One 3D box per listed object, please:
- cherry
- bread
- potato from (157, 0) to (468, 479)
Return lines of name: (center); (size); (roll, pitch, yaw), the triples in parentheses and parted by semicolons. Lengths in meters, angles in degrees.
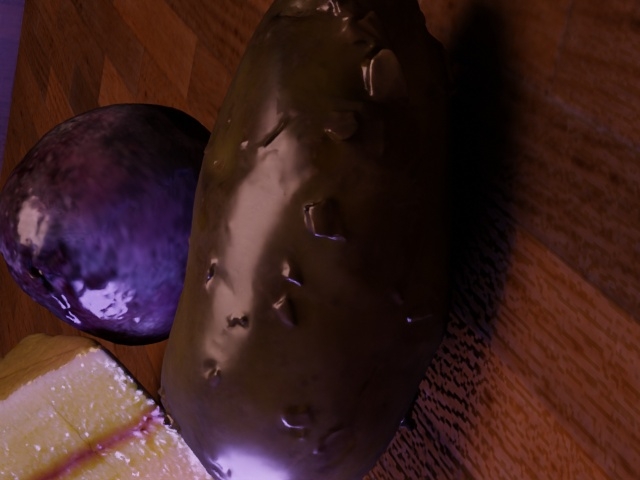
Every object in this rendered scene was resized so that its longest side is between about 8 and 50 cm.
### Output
cherry: (-0.152, -0.018, 1.183); (0.195, 0.195, 0.195); (-174, 90, -72)
bread: (-0.170, 0.142, 1.276); (0.264, 0.168, 0.163); (-29, 16, 40)
potato: (0.000, 0.000, 0.783); (0.191, 0.141, 0.296); (-88, 7, -75)
